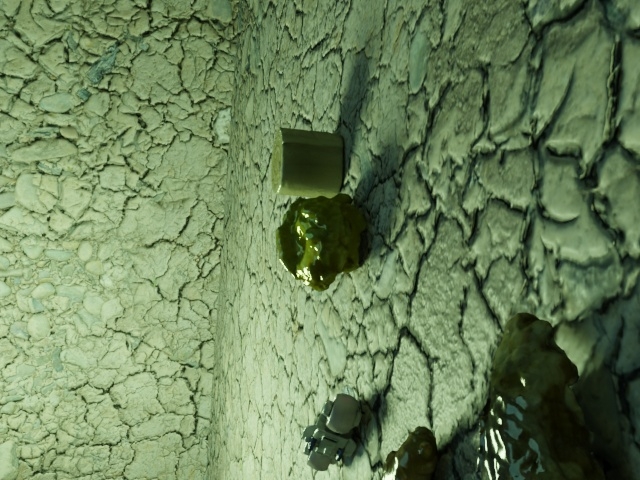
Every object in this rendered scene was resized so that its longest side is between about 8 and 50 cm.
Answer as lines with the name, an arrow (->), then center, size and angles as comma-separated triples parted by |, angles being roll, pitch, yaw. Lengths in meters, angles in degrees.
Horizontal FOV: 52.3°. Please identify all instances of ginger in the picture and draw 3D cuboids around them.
ginger -> 0.127, 0.430, 0.938 | 0.166, 0.080, 0.333 | 136, 138, -83

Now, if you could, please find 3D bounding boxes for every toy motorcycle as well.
toy motorcycle -> 0.024, 0.370, 1.289 | 0.254, 0.112, 0.112 | 109, 157, -47

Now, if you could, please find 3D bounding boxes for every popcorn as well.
popcorn -> 0.006, 0.001, 1.295 | 0.197, 0.155, 0.198 | -2, 87, 53

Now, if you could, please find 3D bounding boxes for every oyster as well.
oyster -> 0.208, 0.250, 0.641 | 0.166, 0.110, 0.341 | -159, 72, -73

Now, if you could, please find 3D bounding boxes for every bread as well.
bread -> -0.031, -0.169, 1.441 | 0.134, 0.141, 0.148 | -154, 69, -76
